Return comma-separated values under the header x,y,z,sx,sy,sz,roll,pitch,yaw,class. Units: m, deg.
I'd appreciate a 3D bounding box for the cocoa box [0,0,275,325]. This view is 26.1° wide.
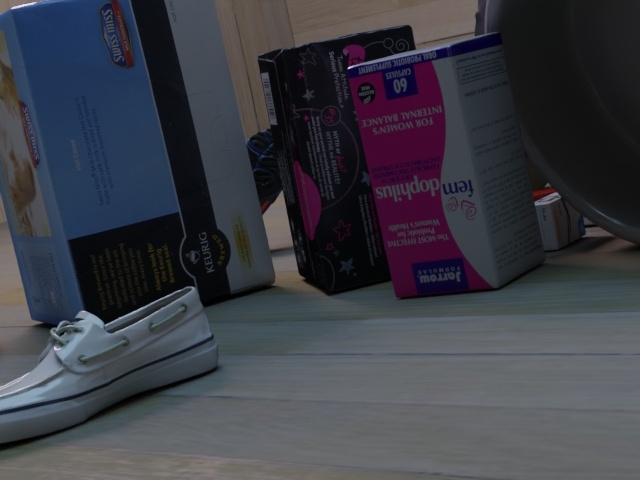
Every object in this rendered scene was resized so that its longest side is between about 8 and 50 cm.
x,y,z,sx,sy,sz,roll,pitch,yaw,class
-0.227,-0.095,1.527,0.228,0.347,0.231,-16,8,-26,cocoa box

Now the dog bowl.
x,y,z,sx,sy,sz,roll,pitch,yaw,class
0.282,-0.148,1.222,0.102,0.349,0.348,-29,14,-24,dog bowl

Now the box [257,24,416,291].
x,y,z,sx,sy,sz,roll,pitch,yaw,class
0.035,-0.088,1.440,0.142,0.247,0.163,-11,7,-10,box

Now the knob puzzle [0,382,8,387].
x,y,z,sx,sy,sz,roll,pitch,yaw,class
-0.329,0.140,1.142,0.213,0.030,0.213,-12,7,1,knob puzzle

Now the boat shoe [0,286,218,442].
x,y,z,sx,sy,sz,roll,pitch,yaw,class
-0.184,0.093,1.081,0.226,0.076,0.083,-18,9,-42,boat shoe

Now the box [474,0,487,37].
x,y,z,sx,sy,sz,roll,pitch,yaw,class
0.493,-0.277,1.446,0.479,0.297,0.471,8,-5,-28,box

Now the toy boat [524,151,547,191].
x,y,z,sx,sy,sz,roll,pitch,yaw,class
0.143,-0.104,1.789,0.318,0.148,0.267,-10,8,12,toy boat

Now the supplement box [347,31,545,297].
x,y,z,sx,sy,sz,roll,pitch,yaw,class
0.118,-0.068,1.271,0.111,0.220,0.114,-8,9,34,supplement box

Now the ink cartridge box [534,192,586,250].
x,y,z,sx,sy,sz,roll,pitch,yaw,class
0.230,-0.018,1.372,0.028,0.048,0.083,-6,10,37,ink cartridge box

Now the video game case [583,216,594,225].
x,y,z,sx,sy,sz,roll,pitch,yaw,class
0.322,-0.045,1.539,0.173,0.022,0.190,-6,10,43,video game case

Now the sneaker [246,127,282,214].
x,y,z,sx,sy,sz,roll,pitch,yaw,class
-0.100,-0.060,1.812,0.221,0.083,0.087,-52,4,-19,sneaker

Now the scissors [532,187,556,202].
x,y,z,sx,sy,sz,roll,pitch,yaw,class
0.283,-0.050,1.495,0.297,0.021,0.109,-7,6,25,scissors
